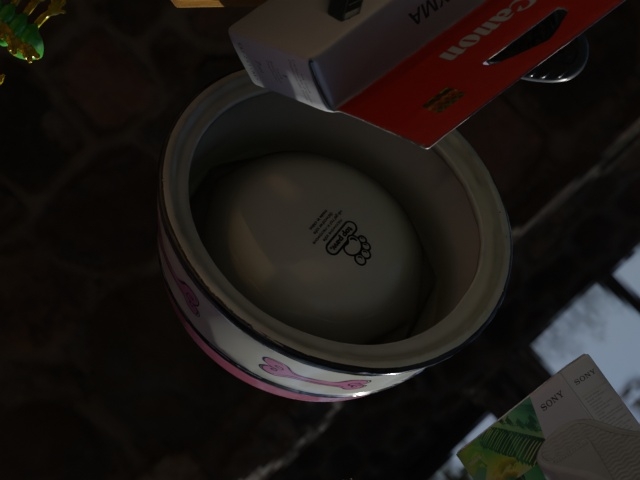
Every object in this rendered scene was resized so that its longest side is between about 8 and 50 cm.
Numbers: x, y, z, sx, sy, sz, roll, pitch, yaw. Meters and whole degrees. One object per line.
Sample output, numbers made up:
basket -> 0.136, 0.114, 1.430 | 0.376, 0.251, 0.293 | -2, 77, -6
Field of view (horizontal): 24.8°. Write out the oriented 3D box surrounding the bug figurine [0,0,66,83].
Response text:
bug figurine -> -0.363, -0.202, 1.334 | 0.072, 0.216, 0.279 | -26, -150, 45

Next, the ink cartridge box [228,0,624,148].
ink cartridge box -> 0.099, -0.193, 1.132 | 0.275, 0.060, 0.239 | -37, -147, -18

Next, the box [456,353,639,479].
box -> 0.305, 0.308, 1.569 | 0.058, 0.322, 0.232 | -24, 163, -36

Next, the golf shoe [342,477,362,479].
golf shoe -> 0.052, 0.288, 1.431 | 0.067, 0.186, 0.086 | -44, -140, 35

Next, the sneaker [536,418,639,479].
sneaker -> 0.296, 0.237, 1.210 | 0.094, 0.151, 0.256 | -41, -162, -12

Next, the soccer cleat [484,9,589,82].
soccer cleat -> 0.212, -0.277, 1.895 | 0.116, 0.318, 0.109 | 12, 97, -62

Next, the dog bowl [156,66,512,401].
dog bowl -> 0.000, 0.000, 1.636 | 0.408, 0.408, 0.150 | -43, 169, -38

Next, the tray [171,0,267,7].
tray -> -0.056, -0.335, 1.513 | 0.411, 0.203, 0.076 | 7, -122, 43
